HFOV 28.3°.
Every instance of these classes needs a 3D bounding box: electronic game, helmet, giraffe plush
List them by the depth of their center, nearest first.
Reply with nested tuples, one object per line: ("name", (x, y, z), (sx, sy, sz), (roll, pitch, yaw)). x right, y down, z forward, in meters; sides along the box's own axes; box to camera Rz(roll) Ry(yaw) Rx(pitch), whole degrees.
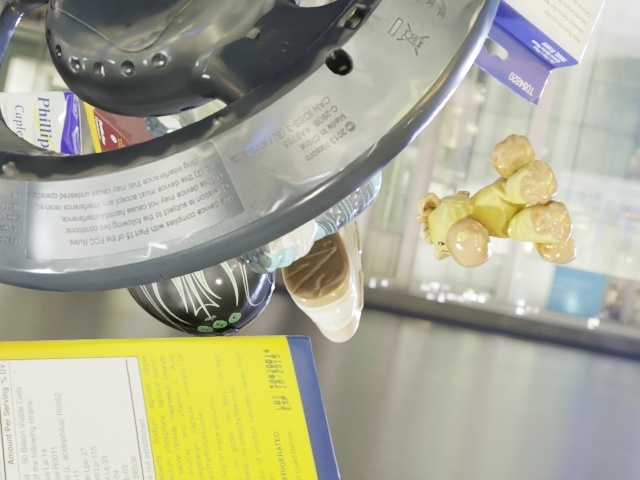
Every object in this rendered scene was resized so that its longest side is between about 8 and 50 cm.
("electronic game", (-0.050, -0.079, 0.434), (0.229, 0.229, 0.048), (12, -32, 31))
("helmet", (-0.124, 0.001, 1.221), (0.169, 0.169, 0.161), (12, -28, 25))
("giraffe plush", (0.220, -0.034, 1.692), (0.170, 0.181, 0.210), (-25, 21, -2))

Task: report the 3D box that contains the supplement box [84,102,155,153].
("supplement box", (-0.169, -0.138, 1.669), (0.194, 0.191, 0.129), (41, -26, 24))

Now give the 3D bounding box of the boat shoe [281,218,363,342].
("boat shoe", (0.000, 0.000, 1.582), (0.109, 0.098, 0.302), (-19, 39, 8))

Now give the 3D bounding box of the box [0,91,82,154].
("box", (-0.308, -0.095, 1.231), (0.137, 0.072, 0.126), (-4, -6, -18))

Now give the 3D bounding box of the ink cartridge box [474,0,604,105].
("ink cartridge box", (0.240, -0.293, 1.439), (0.223, 0.224, 0.045), (26, -4, -42))

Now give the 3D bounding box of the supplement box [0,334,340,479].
("supplement box", (-0.184, 0.216, 1.161), (0.356, 0.194, 0.195), (1, -32, -24))

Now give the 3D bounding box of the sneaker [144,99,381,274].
("sneaker", (-0.060, -0.111, 0.891), (0.122, 0.283, 0.110), (-24, -20, -22))
